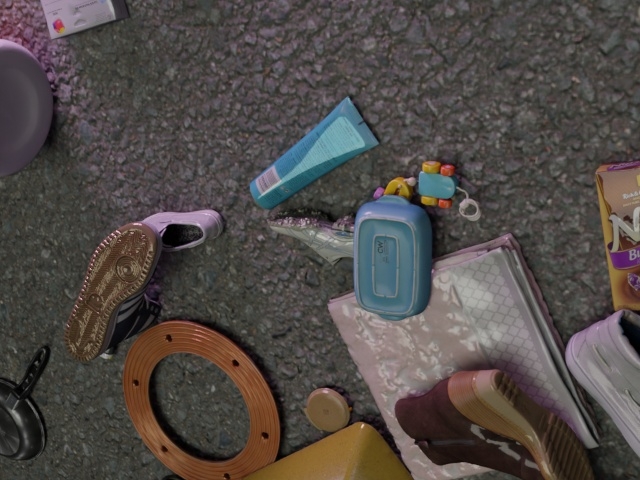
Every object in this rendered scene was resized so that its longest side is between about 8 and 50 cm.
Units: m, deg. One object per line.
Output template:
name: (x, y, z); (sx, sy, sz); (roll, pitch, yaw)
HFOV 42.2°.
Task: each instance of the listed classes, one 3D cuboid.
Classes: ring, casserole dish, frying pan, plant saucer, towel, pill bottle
ring: (-0.214, 0.296, 1.488); (0.337, 0.032, 0.336); (10, 113, 24)
casserole dish: (0.096, 0.031, 1.161); (0.114, 0.037, 0.188); (6, 109, 21)
frying pan: (-0.622, 0.362, 1.726); (0.326, 0.053, 0.197); (-29, 94, 36)
plant saucer: (0.043, 0.502, 1.380); (0.333, 0.081, 0.332); (-34, 96, 33)
towel: (0.203, 0.189, 1.213); (0.317, 0.053, 0.331); (-23, 95, 33)
pill bottle: (-0.686, -0.250, 1.423); (0.408, 0.229, 0.229); (12, 113, 24)

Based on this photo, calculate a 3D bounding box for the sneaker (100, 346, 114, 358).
sneaker: (-0.420, 0.192, 1.565); (0.083, 0.031, 0.035); (24, 104, 14)

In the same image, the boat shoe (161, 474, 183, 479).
boat shoe: (-0.208, 0.536, 1.540); (0.254, 0.095, 0.079); (43, 134, 19)

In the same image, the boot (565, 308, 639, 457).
boot: (0.434, 0.203, 1.048); (0.258, 0.095, 0.123); (45, 149, 8)

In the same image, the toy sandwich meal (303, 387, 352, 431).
toy sandwich meal: (0.014, 0.277, 1.362); (0.086, 0.029, 0.085); (7, 107, 24)

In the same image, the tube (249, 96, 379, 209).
tube: (-0.015, -0.120, 1.221); (0.207, 0.052, 0.080); (-34, 95, 28)

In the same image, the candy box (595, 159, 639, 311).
candy box: (0.411, -0.007, 1.029); (0.109, 0.053, 0.186); (-5, 104, 30)

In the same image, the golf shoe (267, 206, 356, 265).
golf shoe: (0.000, 0.000, 1.246); (0.176, 0.069, 0.086); (9, 118, 26)

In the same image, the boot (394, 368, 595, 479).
boot: (0.243, 0.290, 1.168); (0.248, 0.090, 0.207); (50, 139, -4)

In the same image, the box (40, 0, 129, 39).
box: (-0.393, -0.428, 1.313); (0.145, 0.038, 0.186); (-7, 104, 30)

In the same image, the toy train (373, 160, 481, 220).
toy train: (0.146, -0.042, 1.164); (0.166, 0.046, 0.125); (-33, 92, 36)

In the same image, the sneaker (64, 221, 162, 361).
sneaker: (-0.318, 0.072, 1.399); (0.099, 0.153, 0.282); (40, 115, 13)

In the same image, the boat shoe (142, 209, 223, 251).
boat shoe: (-0.247, -0.009, 1.374); (0.184, 0.063, 0.066); (-2, 107, 28)
